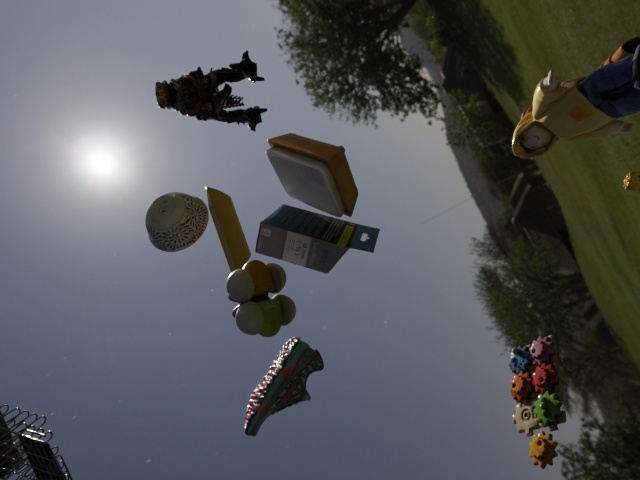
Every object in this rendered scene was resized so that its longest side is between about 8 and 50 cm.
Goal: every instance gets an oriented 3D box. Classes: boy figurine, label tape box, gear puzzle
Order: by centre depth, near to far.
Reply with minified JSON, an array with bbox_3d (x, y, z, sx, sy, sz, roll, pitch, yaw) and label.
[{"bbox_3d":[0.443,-0.229,0.746,0.177,0.285,0.092,30,-108,-15],"label":"boy figurine"},{"bbox_3d":[0.561,0.421,1.137,0.044,0.175,0.339,24,-129,-11],"label":"gear puzzle"},{"bbox_3d":[0.000,0.000,1.314,0.333,0.106,0.241,16,-159,7],"label":"label tape box"}]

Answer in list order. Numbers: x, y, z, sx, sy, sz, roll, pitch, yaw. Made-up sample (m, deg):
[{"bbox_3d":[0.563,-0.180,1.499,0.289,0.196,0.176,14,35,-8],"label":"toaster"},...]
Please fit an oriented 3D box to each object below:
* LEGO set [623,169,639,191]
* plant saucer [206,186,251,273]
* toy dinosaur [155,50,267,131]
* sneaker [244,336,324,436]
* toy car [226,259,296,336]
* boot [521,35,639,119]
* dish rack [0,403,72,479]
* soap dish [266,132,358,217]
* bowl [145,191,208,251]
[{"bbox_3d":[0.527,-0.116,0.651,0.227,0.093,0.087,-60,-28,-34],"label":"LEGO set"},{"bbox_3d":[-0.353,-0.026,1.672,0.333,0.080,0.333,146,105,-74],"label":"plant saucer"},{"bbox_3d":[-0.252,-0.349,1.012,0.322,0.218,0.164,-72,-23,-53],"label":"toy dinosaur"},{"bbox_3d":[-0.084,0.374,1.037,0.125,0.262,0.104,34,179,-9],"label":"sneaker"},{"bbox_3d":[-0.157,0.144,1.013,0.159,0.136,0.182,-7,-104,-53],"label":"toy car"},{"bbox_3d":[0.617,-0.341,0.951,0.220,0.283,0.109,54,-151,-75],"label":"boot"},{"bbox_3d":[-0.549,0.393,0.791,0.074,0.271,0.208,-48,-41,-58],"label":"dish rack"},{"bbox_3d":[-0.021,-0.213,1.351,0.290,0.118,0.229,27,154,40],"label":"soap dish"},{"bbox_3d":[-0.376,-0.063,1.077,0.080,0.170,0.170,67,-174,-62],"label":"bowl"}]
